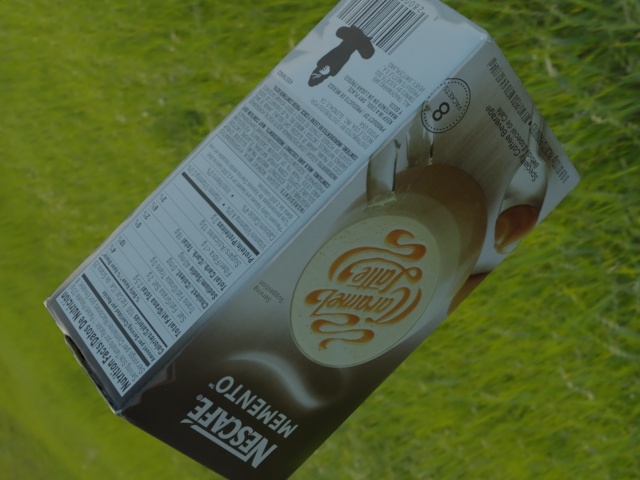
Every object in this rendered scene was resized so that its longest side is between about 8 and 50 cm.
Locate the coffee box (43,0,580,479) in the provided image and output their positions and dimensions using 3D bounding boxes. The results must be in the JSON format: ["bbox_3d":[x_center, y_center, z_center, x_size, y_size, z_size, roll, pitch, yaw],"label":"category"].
[{"bbox_3d":[0.000,0.000,0.635,0.246,0.141,0.098,-46,48,1],"label":"coffee box"}]
